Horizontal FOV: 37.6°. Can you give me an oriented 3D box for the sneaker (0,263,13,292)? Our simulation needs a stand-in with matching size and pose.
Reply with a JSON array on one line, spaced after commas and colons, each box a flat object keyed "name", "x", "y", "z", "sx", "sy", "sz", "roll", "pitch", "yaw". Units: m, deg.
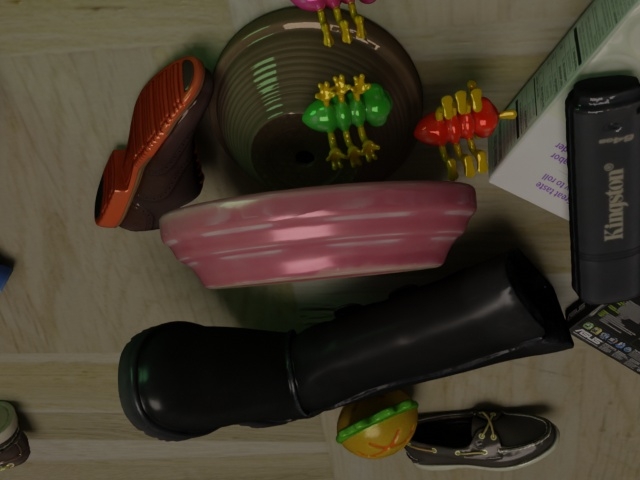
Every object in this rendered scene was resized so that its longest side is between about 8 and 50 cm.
[{"name": "sneaker", "x": -0.514, "y": 0.088, "z": 1.302, "sx": 0.090, "sy": 0.081, "sz": 0.232, "roll": 35, "pitch": 121, "yaw": -18}]

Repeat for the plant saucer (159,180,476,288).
[{"name": "plant saucer", "x": 0.000, "y": 0.000, "z": 0.992, "sx": 0.332, "sy": 0.084, "sz": 0.332, "roll": -6, "pitch": 176, "yaw": 0}]

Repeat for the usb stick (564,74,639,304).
[{"name": "usb stick", "x": 0.289, "y": -0.040, "z": 0.947, "sx": 0.077, "sy": 0.045, "sz": 0.278, "roll": -4, "pitch": 131, "yaw": 13}]

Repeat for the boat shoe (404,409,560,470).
[{"name": "boat shoe", "x": 0.226, "y": 0.284, "z": 1.356, "sx": 0.228, "sy": 0.081, "sz": 0.068, "roll": -13, "pitch": 133, "yaw": 23}]

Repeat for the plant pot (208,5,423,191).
[{"name": "plant pot", "x": -0.010, "y": -0.121, "z": 1.007, "sx": 0.237, "sy": 0.109, "sz": 0.237, "roll": 4, "pitch": 131, "yaw": 5}]

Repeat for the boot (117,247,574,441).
[{"name": "boot", "x": 0.039, "y": 0.125, "z": 1.121, "sx": 0.445, "sy": 0.146, "sz": 0.367, "roll": -16, "pitch": 166, "yaw": 27}]

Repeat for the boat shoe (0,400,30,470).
[{"name": "boat shoe", "x": -0.630, "y": 0.331, "z": 1.516, "sx": 0.324, "sy": 0.116, "sz": 0.096, "roll": -7, "pitch": 128, "yaw": 8}]

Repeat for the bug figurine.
[{"name": "bug figurine", "x": 0.081, "y": -0.192, "z": 0.895, "sx": 0.216, "sy": 0.072, "sz": 0.279, "roll": -12, "pitch": 116, "yaw": -11}]

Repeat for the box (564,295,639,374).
[{"name": "box", "x": 0.439, "y": 0.096, "z": 1.177, "sx": 0.191, "sy": 0.045, "sz": 0.184, "roll": 29, "pitch": 128, "yaw": -16}]

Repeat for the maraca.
[{"name": "maraca", "x": 0.078, "y": 0.253, "z": 1.313, "sx": 0.127, "sy": 0.099, "sz": 0.185, "roll": -28, "pitch": 165, "yaw": -2}]

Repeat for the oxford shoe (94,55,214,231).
[{"name": "oxford shoe", "x": -0.171, "y": -0.104, "z": 1.073, "sx": 0.098, "sy": 0.097, "sz": 0.271, "roll": 13, "pitch": 142, "yaw": -27}]

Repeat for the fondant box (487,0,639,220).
[{"name": "fondant box", "x": 0.356, "y": -0.145, "z": 0.936, "sx": 0.238, "sy": 0.096, "sz": 0.330, "roll": 24, "pitch": 132, "yaw": -13}]
